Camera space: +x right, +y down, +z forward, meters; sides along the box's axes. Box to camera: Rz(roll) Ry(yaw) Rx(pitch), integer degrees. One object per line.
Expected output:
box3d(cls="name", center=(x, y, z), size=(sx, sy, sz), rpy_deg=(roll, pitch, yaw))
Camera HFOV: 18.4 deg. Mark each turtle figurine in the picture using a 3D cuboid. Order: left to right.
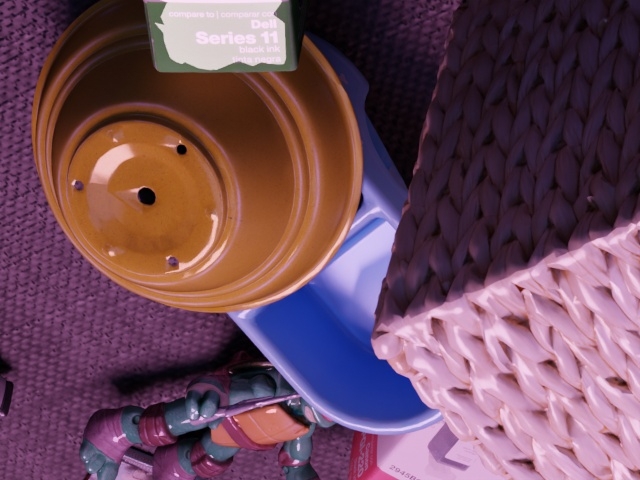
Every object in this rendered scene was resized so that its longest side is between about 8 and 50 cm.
box3d(cls="turtle figurine", center=(-0.051, 0.140, 1.425), size=(0.234, 0.118, 0.175), rpy_deg=(-17, 127, 37))

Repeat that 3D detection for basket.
box3d(cls="basket", center=(0.237, -0.003, 1.124), size=(0.266, 0.331, 0.328), rpy_deg=(-23, 124, 33))

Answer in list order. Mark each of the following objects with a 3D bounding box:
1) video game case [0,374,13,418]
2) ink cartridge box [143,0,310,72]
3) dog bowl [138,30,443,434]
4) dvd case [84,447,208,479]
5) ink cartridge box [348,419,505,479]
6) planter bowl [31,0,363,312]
box3d(cls="video game case", center=(-0.411, 0.095, 1.467), size=(0.275, 0.035, 0.248), rpy_deg=(-22, 134, 29))
box3d(cls="ink cartridge box", center=(-0.052, -0.219, 1.088), size=(0.086, 0.153, 0.208), rpy_deg=(1, 132, 7))
box3d(cls="dog bowl", center=(0.000, 0.000, 1.261), size=(0.166, 0.074, 0.297), rpy_deg=(-38, 96, 27))
box3d(cls="dvd case", center=(-0.151, 0.212, 1.574), size=(0.087, 0.013, 0.119), rpy_deg=(24, 130, -12))
box3d(cls="ink cartridge box", center=(0.140, 0.128, 1.401), size=(0.158, 0.092, 0.218), rpy_deg=(26, 128, -14))
box3d(cls="planter bowl", center=(-0.090, -0.040, 1.181), size=(0.217, 0.090, 0.217), rpy_deg=(6, 113, 15))
